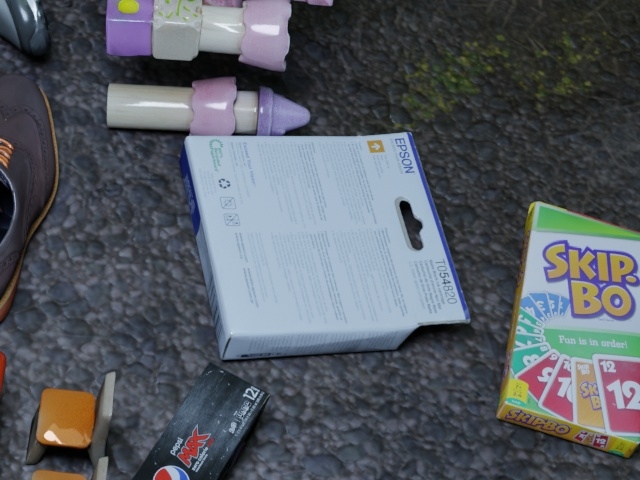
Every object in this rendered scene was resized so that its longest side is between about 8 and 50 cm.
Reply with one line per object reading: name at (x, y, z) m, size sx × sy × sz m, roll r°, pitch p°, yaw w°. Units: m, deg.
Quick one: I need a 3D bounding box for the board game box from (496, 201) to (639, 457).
board game box at (0.239, 0.068, 1.390) m, size 0.124 × 0.039 × 0.259 m, roll 17°, pitch 48°, yaw -3°

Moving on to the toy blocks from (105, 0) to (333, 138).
toy blocks at (-0.059, -0.275, 1.391) m, size 0.260 × 0.309 × 0.289 m, roll 3°, pitch 53°, yaw -5°

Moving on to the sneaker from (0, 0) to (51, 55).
sneaker at (-0.359, -0.252, 1.442) m, size 0.271 × 0.100 × 0.108 m, roll 39°, pitch 67°, yaw 19°

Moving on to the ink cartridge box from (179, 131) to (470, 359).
ink cartridge box at (0.000, 0.000, 1.367) m, size 0.224 × 0.045 × 0.223 m, roll -2°, pitch 55°, yaw -18°

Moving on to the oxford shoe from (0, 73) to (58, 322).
oxford shoe at (-0.274, -0.053, 1.299) m, size 0.097 × 0.098 × 0.271 m, roll 8°, pitch 52°, yaw -9°

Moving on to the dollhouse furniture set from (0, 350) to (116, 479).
dollhouse furniture set at (-0.285, 0.182, 1.092) m, size 0.262 × 0.135 × 0.259 m, roll 8°, pitch 52°, yaw -9°

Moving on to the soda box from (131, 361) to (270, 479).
soda box at (-0.106, 0.180, 1.196) m, size 0.060 × 0.053 × 0.169 m, roll 27°, pitch 51°, yaw 7°
